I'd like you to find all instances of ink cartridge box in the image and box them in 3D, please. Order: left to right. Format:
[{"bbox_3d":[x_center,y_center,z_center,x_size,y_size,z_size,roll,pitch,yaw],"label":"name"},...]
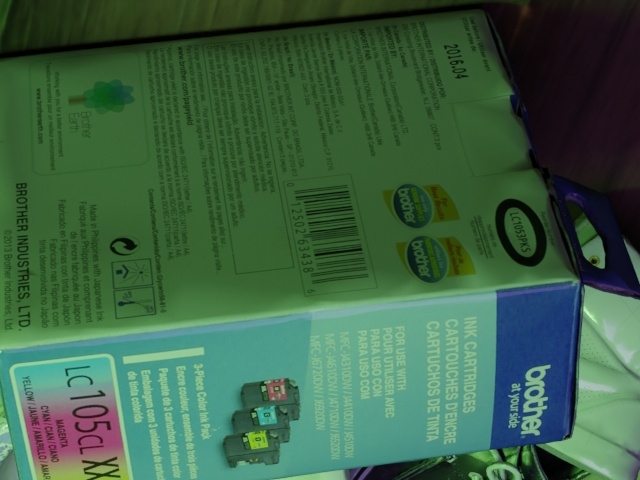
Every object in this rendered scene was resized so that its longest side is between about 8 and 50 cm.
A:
[{"bbox_3d":[0.000,0.000,1.109,0.395,0.270,0.151,-8,134,-3],"label":"ink cartridge box"}]

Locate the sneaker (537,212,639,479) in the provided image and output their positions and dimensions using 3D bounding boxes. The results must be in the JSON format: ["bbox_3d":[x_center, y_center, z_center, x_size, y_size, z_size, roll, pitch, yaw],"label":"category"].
[{"bbox_3d":[0.133,0.039,1.296,0.292,0.108,0.169,29,86,-4],"label":"sneaker"}]

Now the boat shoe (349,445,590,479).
[{"bbox_3d":[0.152,0.167,1.399,0.306,0.105,0.113,-24,131,11],"label":"boat shoe"}]

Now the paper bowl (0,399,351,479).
[{"bbox_3d":[-0.129,0.158,1.297,0.284,0.148,0.284,-6,126,-8],"label":"paper bowl"}]

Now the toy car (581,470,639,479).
[{"bbox_3d":[0.312,0.253,1.488,0.219,0.210,0.238,-39,156,6],"label":"toy car"}]
